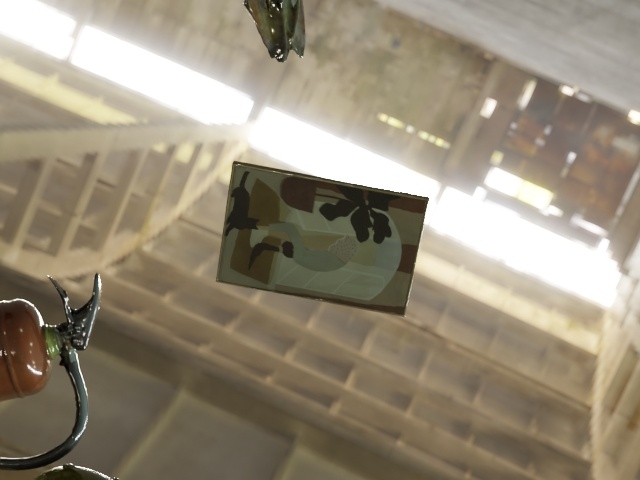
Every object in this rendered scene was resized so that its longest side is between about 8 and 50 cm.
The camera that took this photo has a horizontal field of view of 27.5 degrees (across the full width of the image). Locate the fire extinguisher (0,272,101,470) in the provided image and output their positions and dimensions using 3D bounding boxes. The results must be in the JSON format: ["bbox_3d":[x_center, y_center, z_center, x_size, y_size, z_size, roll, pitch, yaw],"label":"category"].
[{"bbox_3d":[-0.416,0.167,1.487,0.376,0.200,0.113,-13,-161,-6],"label":"fire extinguisher"}]

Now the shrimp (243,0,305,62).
[{"bbox_3d":[-0.045,-0.272,0.864,0.058,0.296,0.169,-18,180,-23],"label":"shrimp"}]

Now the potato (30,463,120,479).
[{"bbox_3d":[-0.234,0.382,1.463,0.298,0.176,0.141,51,-162,9],"label":"potato"}]

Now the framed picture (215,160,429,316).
[{"bbox_3d":[0.000,0.000,1.331,0.201,0.135,0.010,11,-156,2],"label":"framed picture"}]
